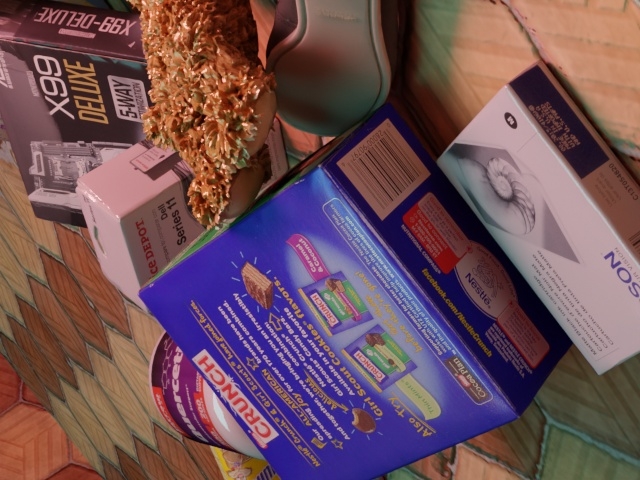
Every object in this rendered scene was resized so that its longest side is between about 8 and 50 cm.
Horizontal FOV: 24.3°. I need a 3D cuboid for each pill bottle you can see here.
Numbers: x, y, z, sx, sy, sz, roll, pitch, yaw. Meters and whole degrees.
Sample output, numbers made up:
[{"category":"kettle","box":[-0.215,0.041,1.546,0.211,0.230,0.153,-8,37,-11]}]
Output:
[{"category":"pill bottle","box":[-0.102,0.170,1.835,0.181,0.181,0.323,60,158,-10]}]

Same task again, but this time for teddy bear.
[{"category":"teddy bear","box":[-0.111,-0.172,1.278,0.245,0.113,0.338,119,143,-70]}]

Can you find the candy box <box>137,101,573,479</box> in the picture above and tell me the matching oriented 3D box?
[{"category":"candy box","box":[0.020,0.069,1.327,0.268,0.122,0.317,52,137,-5]}]

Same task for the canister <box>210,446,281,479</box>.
[{"category":"canister","box":[-0.089,0.284,2.050,0.073,0.126,0.170,23,139,55]}]

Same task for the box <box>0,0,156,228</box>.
[{"category":"box","box":[-0.236,-0.129,1.685,0.242,0.076,0.307,11,142,14]}]

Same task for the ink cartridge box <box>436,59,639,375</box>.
[{"category":"ink cartridge box","box":[0.184,-0.003,1.163,0.223,0.045,0.224,53,159,7]}]

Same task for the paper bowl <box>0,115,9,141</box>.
[{"category":"paper bowl","box":[-0.478,-0.248,1.931,0.284,0.148,0.284,47,-167,-14]}]

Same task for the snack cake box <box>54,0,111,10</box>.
[{"category":"snack cake box","box":[-0.323,-0.263,1.823,0.264,0.089,0.152,53,160,10]}]

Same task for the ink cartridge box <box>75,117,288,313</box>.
[{"category":"ink cartridge box","box":[-0.138,-0.042,1.573,0.087,0.208,0.153,39,153,37]}]

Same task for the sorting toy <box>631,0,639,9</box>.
[{"category":"sorting toy","box":[0.184,-0.228,0.853,0.193,0.038,0.208,50,158,16]}]

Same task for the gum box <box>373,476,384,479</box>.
[{"category":"gum box","box":[0.050,0.346,1.924,0.107,0.062,0.188,10,130,62]}]

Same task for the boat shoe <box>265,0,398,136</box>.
[{"category":"boat shoe","box":[0.018,-0.200,1.206,0.112,0.095,0.335,15,154,5]}]
